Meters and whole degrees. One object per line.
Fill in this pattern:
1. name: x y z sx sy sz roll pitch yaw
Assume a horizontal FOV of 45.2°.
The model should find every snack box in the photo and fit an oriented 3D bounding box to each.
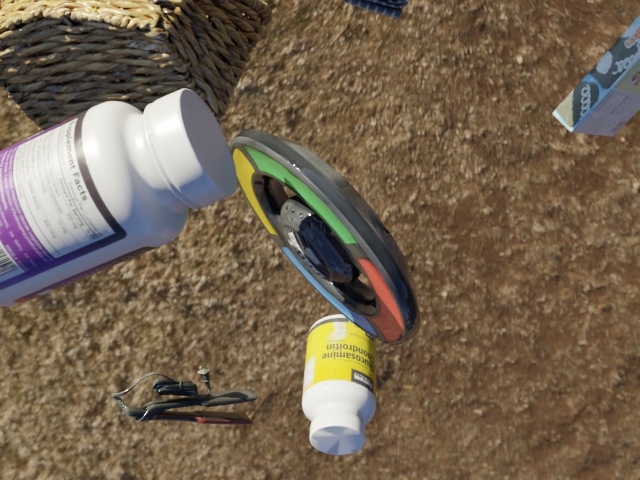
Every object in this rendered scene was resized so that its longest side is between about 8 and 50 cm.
1. snack box: 0.593 -0.330 1.413 0.322 0.187 0.060 -52 59 32

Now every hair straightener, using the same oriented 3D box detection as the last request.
1. hair straightener: -0.197 0.228 1.153 0.231 0.047 0.089 11 93 -31

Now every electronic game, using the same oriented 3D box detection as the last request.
1. electronic game: 0.000 0.000 0.664 0.048 0.229 0.229 -40 109 -15

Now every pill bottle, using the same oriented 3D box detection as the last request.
1. pill bottle: 0.027 0.203 1.087 0.103 0.184 0.103 2 133 2
2. pill bottle: -0.163 -0.033 0.547 0.194 0.108 0.108 -21 112 13

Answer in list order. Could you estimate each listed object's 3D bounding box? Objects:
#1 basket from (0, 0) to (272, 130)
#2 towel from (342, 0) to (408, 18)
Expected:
1. basket: -0.250 -0.275 0.965 0.299 0.223 0.213 2 146 27
2. towel: 0.061 -0.565 1.557 0.235 0.283 0.121 15 132 -13
